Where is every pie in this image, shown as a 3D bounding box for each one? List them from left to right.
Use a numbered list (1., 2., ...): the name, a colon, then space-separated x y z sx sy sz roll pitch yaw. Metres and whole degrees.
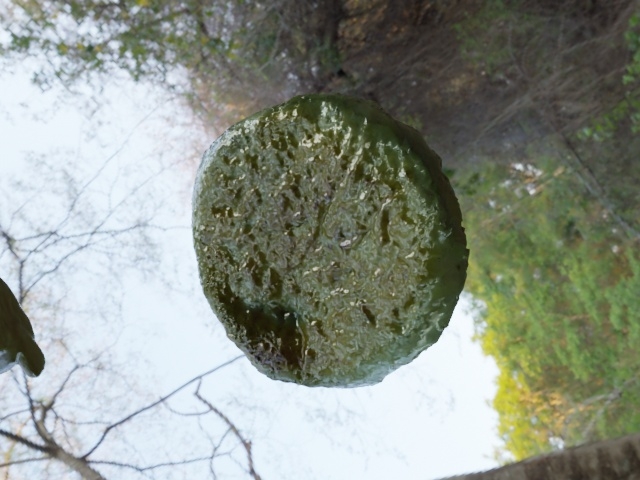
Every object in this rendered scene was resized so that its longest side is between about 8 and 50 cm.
1. pie: 0.000 0.000 0.663 0.277 0.277 0.078 59 -151 8

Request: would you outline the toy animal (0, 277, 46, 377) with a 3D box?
1. toy animal: -0.491 0.160 0.834 0.180 0.363 0.181 59 -169 -8
